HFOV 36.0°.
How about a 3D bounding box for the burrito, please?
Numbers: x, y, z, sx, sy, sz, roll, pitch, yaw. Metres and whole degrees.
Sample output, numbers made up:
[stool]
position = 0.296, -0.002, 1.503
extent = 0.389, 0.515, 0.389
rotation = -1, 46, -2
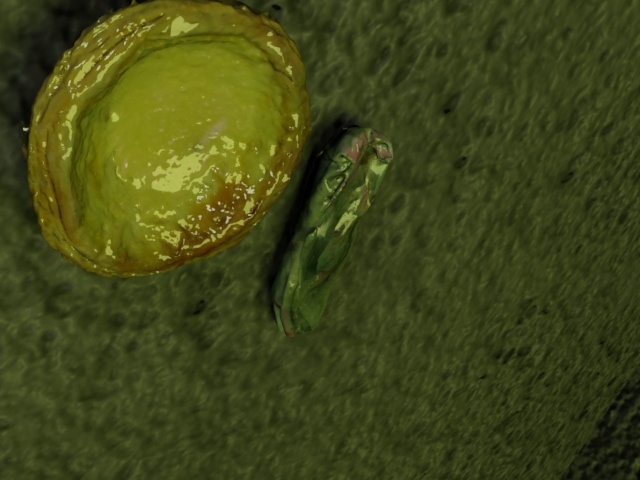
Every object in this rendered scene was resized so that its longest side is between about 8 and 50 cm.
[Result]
[burrito]
position = 0.001, -0.002, 1.171
extent = 0.096, 0.066, 0.309
rotation = -13, 136, -40

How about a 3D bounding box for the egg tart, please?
[egg tart]
position = -0.144, -0.100, 0.889
extent = 0.294, 0.123, 0.294
rotation = -22, 137, -22
